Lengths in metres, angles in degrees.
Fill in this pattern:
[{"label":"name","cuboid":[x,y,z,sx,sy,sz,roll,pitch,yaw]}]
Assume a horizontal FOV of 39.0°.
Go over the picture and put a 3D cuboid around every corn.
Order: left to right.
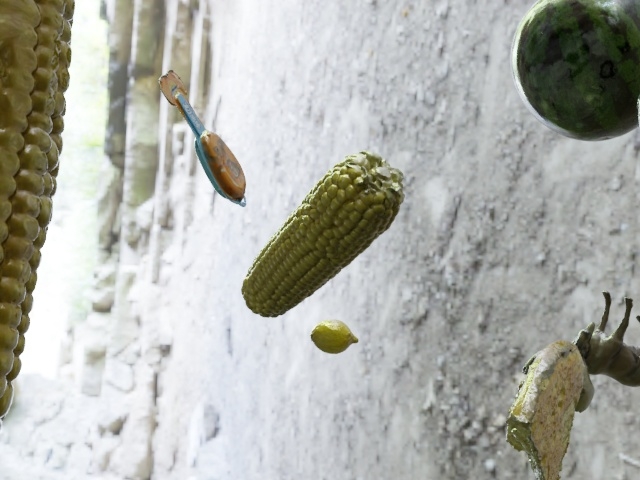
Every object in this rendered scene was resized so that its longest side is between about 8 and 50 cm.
[{"label":"corn","cuboid":[-0.147,-0.022,0.342,0.097,0.097,0.261,156,125,-74]},{"label":"corn","cuboid":[-0.003,0.001,1.014,0.260,0.091,0.091,-47,63,40]}]

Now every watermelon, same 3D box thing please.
[{"label":"watermelon","cuboid":[0.472,-0.318,1.576,0.285,0.285,0.285,-177,90,-76]}]

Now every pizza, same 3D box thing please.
[{"label":"pizza","cuboid":[0.137,0.120,0.564,0.123,0.026,0.108,-24,-64,-56]}]

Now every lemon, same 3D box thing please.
[{"label":"lemon","cuboid":[0.025,0.176,1.649,0.065,0.092,0.065,-173,90,-77]}]

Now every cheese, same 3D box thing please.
[{"label":"cheese","cuboid":[-0.082,-0.070,0.642,0.111,0.017,0.047,59,-162,-20]}]

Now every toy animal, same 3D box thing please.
[{"label":"toy animal","cuboid":[0.414,0.170,1.333,0.186,0.214,0.094,-62,25,-4]}]

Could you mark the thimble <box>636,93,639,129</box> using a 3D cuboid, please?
[{"label":"thimble","cuboid":[0.479,-0.160,1.136,0.098,0.150,0.150,-72,-11,-76]}]
